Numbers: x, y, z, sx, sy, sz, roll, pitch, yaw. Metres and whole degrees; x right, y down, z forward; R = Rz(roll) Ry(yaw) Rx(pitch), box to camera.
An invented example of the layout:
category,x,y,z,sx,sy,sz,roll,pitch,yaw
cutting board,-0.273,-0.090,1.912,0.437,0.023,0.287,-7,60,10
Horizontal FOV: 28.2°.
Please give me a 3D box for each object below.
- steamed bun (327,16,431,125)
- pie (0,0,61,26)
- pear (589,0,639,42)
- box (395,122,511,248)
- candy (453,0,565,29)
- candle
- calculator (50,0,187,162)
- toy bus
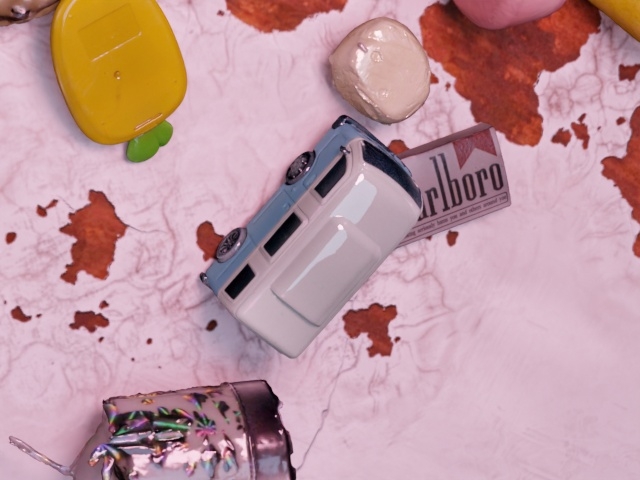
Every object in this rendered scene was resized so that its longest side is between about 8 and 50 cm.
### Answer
category,x,y,z,sx,sy,sz,roll,pitch,yaw
steamed bun,0.073,-0.208,1.542,0.112,0.091,0.130,-48,116,-8
pie,-0.369,-0.390,1.333,0.339,0.077,0.339,-3,100,-19
pear,0.455,-0.363,1.565,0.336,0.285,0.285,7,99,-20
box,0.153,-0.070,1.636,0.177,0.036,0.115,-21,108,-16
candy,0.205,-0.376,1.475,0.094,0.255,0.255,-18,108,-17
candle,-0.193,0.265,1.494,0.330,0.187,0.187,-4,103,-20
calculator,-0.221,-0.188,1.426,0.146,0.032,0.235,-34,130,-18
toy bus,0.000,0.000,1.506,0.133,0.165,0.271,39,95,-24
